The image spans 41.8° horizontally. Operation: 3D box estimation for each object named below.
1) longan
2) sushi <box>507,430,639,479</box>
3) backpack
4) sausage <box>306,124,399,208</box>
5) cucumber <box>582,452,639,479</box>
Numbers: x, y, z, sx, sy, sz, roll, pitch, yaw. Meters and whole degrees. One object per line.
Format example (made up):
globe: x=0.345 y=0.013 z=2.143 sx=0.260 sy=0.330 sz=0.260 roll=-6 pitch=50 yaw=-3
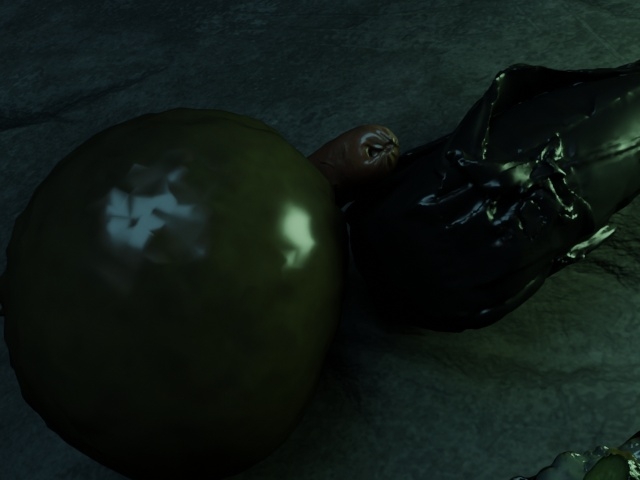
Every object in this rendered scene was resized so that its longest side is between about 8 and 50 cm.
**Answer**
longan: x=-0.166 y=0.065 z=0.963 sx=0.404 sy=0.404 sz=0.436 roll=32 pitch=108 yaw=40
sushi: x=0.347 y=0.246 z=0.833 sx=0.332 sy=0.130 sz=0.124 roll=-24 pitch=38 yaw=3
backpack: x=0.248 y=-0.080 z=1.065 sx=0.445 sy=0.255 sz=0.363 roll=-30 pitch=6 yaw=-16
sausage: x=-0.005 y=-0.069 z=1.137 sx=0.088 sy=0.088 sz=0.433 roll=-46 pitch=6 yaw=-23
cucumber: x=0.354 y=0.299 z=0.735 sx=0.293 sy=0.067 sz=0.067 roll=40 pitch=62 yaw=-4
